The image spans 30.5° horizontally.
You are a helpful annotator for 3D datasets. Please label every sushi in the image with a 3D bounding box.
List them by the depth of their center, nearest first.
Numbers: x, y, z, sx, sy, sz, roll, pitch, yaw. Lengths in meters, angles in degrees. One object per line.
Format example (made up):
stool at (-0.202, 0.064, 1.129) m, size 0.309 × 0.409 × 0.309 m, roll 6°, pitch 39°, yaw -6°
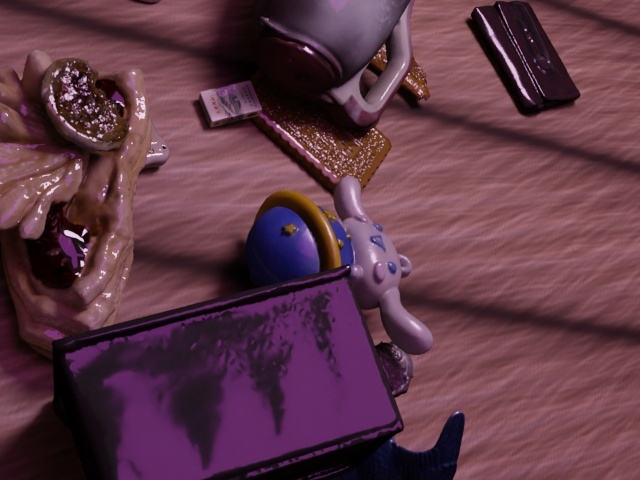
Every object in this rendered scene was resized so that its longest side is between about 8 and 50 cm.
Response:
sushi at (0.056, 0.192, 1.645) m, size 0.150 × 0.078 × 0.090 m, roll -5°, pitch 72°, yaw -38°

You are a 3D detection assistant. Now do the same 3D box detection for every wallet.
wallet at (0.396, -0.355, 2.249) m, size 0.182 × 0.049 × 0.229 m, roll -15°, pitch 74°, yaw -43°

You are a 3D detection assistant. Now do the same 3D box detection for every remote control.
remote control at (-0.265, -0.156, 1.665) m, size 0.074 × 0.032 × 0.122 m, roll -14°, pitch 73°, yaw -38°

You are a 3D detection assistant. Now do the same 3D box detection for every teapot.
teapot at (0.034, -0.344, 1.845) m, size 0.315 × 0.233 × 0.312 m, roll 41°, pitch 65°, yaw -35°

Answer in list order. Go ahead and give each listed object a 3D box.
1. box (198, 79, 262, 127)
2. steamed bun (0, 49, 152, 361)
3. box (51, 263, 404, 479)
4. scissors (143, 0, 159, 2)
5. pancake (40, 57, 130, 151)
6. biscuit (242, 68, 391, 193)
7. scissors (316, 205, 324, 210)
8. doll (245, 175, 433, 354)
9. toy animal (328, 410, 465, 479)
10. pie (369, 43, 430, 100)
box at (-0.137, -0.207, 1.777) m, size 0.083 × 0.024 × 0.054 m, roll -17°, pitch 74°, yaw -20°
steamed bun at (-0.338, -0.079, 1.463) m, size 0.247 × 0.189 × 0.428 m, roll 12°, pitch 60°, yaw -11°
box at (-0.113, 0.194, 1.341) m, size 0.345 × 0.251 × 0.204 m, roll -15°, pitch 73°, yaw -17°
scissors at (-0.342, -0.410, 1.769) m, size 0.242 × 0.030 × 0.118 m, roll -11°, pitch 70°, yaw -43°
pancake at (-0.290, -0.163, 1.436) m, size 0.129 × 0.022 × 0.116 m, roll 51°, pitch 36°, yaw -9°
biscuit at (-0.008, -0.191, 1.872) m, size 0.254 × 0.029 × 0.172 m, roll 41°, pitch 48°, yaw -7°
scissors at (0.000, 0.000, 1.768) m, size 0.058 × 0.014 × 0.119 m, roll -8°, pitch 65°, yaw -34°
doll at (0.020, 0.058, 1.652) m, size 0.242 × 0.159 × 0.311 m, roll 5°, pitch 44°, yaw -55°
toy animal at (0.081, 0.292, 1.540) m, size 0.176 × 0.239 × 0.255 m, roll -92°, pitch 168°, yaw -48°
pie at (0.127, -0.307, 2.038) m, size 0.170 × 0.034 × 0.092 m, roll 37°, pitch 49°, yaw -3°
